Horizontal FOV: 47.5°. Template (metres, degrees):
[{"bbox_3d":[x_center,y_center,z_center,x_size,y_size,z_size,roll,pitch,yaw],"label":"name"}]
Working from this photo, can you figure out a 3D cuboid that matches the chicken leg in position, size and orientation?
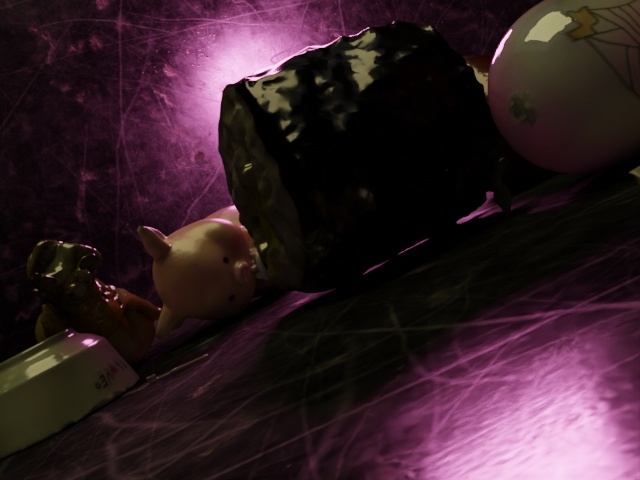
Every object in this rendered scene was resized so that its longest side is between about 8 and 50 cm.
[{"bbox_3d":[-0.355,0.104,1.121,0.201,0.152,0.429,-7,-24,-7],"label":"chicken leg"}]

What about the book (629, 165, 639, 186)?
[{"bbox_3d":[0.285,-0.056,0.390,0.201,0.026,0.289,-25,3,20],"label":"book"}]

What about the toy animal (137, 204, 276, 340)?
[{"bbox_3d":[-0.163,0.044,1.248,0.213,0.195,0.256,-4,10,16],"label":"toy animal"}]

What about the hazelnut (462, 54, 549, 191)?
[{"bbox_3d":[0.260,-0.178,1.038,0.208,0.208,0.208,-27,3,1],"label":"hazelnut"}]

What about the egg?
[{"bbox_3d":[0.302,-0.174,0.763,0.271,0.196,0.196,-16,0,-18],"label":"egg"}]

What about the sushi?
[{"bbox_3d":[0.043,-0.103,0.902,0.294,0.281,0.299,-21,-6,-15],"label":"sushi"}]

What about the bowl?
[{"bbox_3d":[-0.364,0.192,0.983,0.211,0.112,0.211,-28,2,1],"label":"bowl"}]

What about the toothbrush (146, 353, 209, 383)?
[{"bbox_3d":[-0.177,0.158,0.899,0.097,0.008,0.006,-25,17,21],"label":"toothbrush"}]
